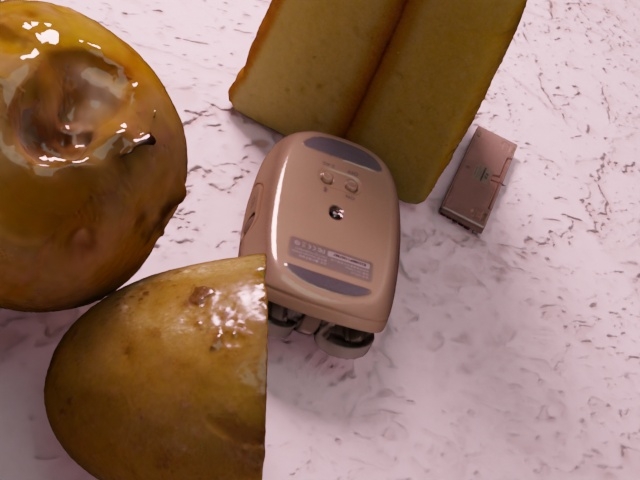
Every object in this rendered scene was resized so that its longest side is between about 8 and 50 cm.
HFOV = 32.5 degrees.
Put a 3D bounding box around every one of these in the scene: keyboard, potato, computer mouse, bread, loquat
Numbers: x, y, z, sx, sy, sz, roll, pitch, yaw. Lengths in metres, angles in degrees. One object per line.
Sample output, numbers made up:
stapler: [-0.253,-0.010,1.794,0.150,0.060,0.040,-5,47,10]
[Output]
keyboard: [0.174,-0.067,1.195,0.055,0.017,0.166,26,43,3]
potato: [-0.117,0.106,0.785,0.158,0.178,0.203,1,67,-8]
computer mouse: [0.000,0.000,0.992,0.145,0.082,0.236,18,46,-13]
bread: [0.091,-0.249,1.072,0.233,0.361,0.245,29,46,0]
loquat: [-0.215,-0.058,0.819,0.244,0.244,0.244,15,45,-15]
